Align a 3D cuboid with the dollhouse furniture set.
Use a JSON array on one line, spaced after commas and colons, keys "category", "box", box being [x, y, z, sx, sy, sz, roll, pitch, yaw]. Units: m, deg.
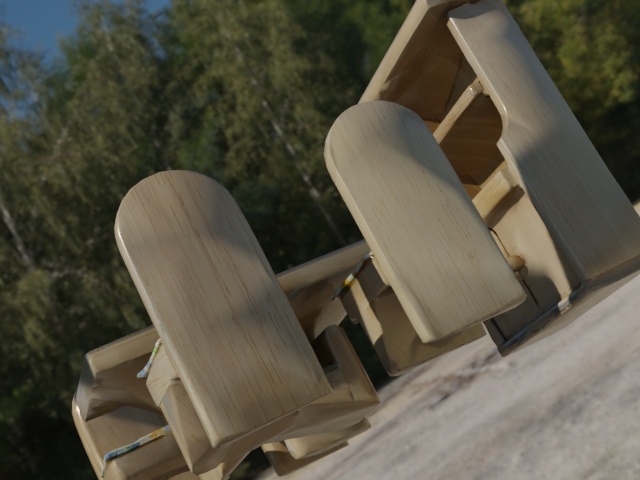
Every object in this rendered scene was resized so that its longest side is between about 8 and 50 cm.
[{"category": "dollhouse furniture set", "box": [0.000, 0.000, 0.768, 0.394, 0.257, 0.362, -22, -16, -24]}]
